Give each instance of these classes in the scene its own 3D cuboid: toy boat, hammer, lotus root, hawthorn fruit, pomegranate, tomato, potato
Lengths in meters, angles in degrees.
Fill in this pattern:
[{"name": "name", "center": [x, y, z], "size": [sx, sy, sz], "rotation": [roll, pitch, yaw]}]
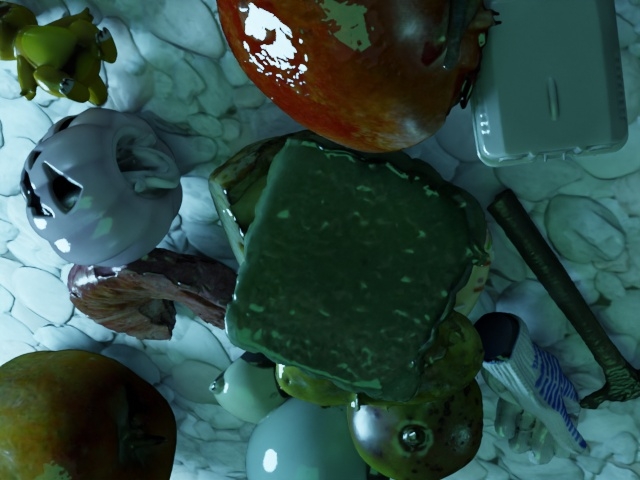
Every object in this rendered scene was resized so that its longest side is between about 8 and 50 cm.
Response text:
[{"name": "toy boat", "center": [0.186, -0.199, 1.160], "size": [0.141, 0.269, 0.141], "rotation": [-6, 168, -1]}, {"name": "hammer", "center": [0.267, 0.063, 1.457], "size": [0.125, 0.027, 0.297], "rotation": [-29, 111, 24]}, {"name": "lotus root", "center": [-0.004, -0.002, 1.471], "size": [0.210, 0.142, 0.314], "rotation": [-17, 127, -11]}, {"name": "hawthorn fruit", "center": [-0.320, 0.278, 1.798], "size": [0.301, 0.267, 0.267], "rotation": [-5, 128, 25]}, {"name": "pomegranate", "center": [0.113, 0.203, 1.570], "size": [0.159, 0.159, 0.205], "rotation": [23, 180, 4]}, {"name": "tomato", "center": [-0.003, -0.217, 1.147], "size": [0.309, 0.170, 0.309], "rotation": [10, 102, 53]}, {"name": "potato", "center": [0.061, 0.127, 1.414], "size": [0.226, 0.090, 0.117], "rotation": [-9, 120, 13]}]

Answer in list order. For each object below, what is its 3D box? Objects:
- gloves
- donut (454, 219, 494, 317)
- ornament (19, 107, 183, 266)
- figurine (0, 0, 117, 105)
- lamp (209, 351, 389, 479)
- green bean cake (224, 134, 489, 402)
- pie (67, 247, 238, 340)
[{"name": "gloves", "center": [0.239, 0.173, 1.530], "size": [0.119, 0.097, 0.229], "rotation": [41, 159, 52]}, {"name": "donut", "center": [0.141, 0.019, 1.425], "size": [0.065, 0.108, 0.166], "rotation": [26, 140, 31]}, {"name": "ornament", "center": [-0.236, -0.061, 1.489], "size": [0.178, 0.177, 0.177], "rotation": [13, 135, 14]}, {"name": "figurine", "center": [-0.300, -0.201, 1.457], "size": [0.176, 0.121, 0.122], "rotation": [29, 166, 17]}, {"name": "lamp", "center": [-0.025, 0.239, 1.679], "size": [0.244, 0.198, 0.198], "rotation": [52, 135, 4]}, {"name": "green bean cake", "center": [0.037, 0.022, 1.291], "size": [0.223, 0.125, 0.227], "rotation": [21, 100, 4]}, {"name": "pie", "center": [-0.202, 0.066, 1.634], "size": [0.204, 0.054, 0.219], "rotation": [27, 148, -38]}]
